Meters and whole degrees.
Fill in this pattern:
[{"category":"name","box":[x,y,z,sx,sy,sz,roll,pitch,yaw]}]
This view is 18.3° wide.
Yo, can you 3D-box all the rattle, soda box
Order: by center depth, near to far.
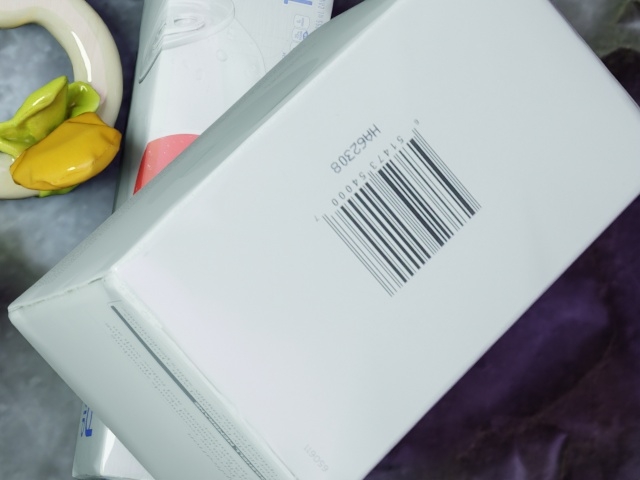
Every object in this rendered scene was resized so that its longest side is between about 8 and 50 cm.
[{"category":"rattle","box":[-0.169,-0.121,1.026,0.130,0.143,0.200,-5,90,2]},{"category":"soda box","box":[-0.062,-0.008,1.059,0.091,0.098,0.286,10,81,-14]}]

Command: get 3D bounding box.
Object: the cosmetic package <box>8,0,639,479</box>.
[{"category":"cosmetic package","box":[0.000,0.000,0.906,0.224,0.224,0.138,-44,100,-18]}]
